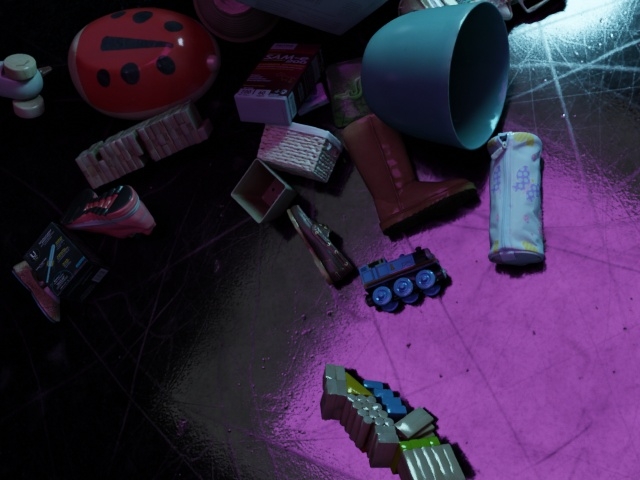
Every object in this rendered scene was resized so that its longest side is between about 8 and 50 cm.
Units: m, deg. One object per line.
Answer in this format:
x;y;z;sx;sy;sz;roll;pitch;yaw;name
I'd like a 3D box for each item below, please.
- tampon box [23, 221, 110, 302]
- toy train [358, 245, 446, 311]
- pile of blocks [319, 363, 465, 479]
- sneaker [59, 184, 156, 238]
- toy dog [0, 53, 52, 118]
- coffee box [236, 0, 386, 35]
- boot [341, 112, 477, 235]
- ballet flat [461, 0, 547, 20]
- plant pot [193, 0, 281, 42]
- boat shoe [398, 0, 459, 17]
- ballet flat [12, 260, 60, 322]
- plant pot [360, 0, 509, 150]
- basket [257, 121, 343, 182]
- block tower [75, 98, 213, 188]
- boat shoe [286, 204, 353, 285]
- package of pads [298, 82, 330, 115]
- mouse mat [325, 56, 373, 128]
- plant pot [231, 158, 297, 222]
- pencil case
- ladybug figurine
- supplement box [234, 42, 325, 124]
-0.637;0.057;1.825;0.161;0.101;0.120;41;91;24;tampon box
0.174;0.079;1.550;0.184;0.080;0.105;-23;64;13;toy train
0.133;0.397;1.483;0.362;0.148;0.113;42;135;32;pile of blocks
-0.533;-0.048;1.812;0.313;0.136;0.116;-1;52;42;sneaker
-0.890;-0.477;2.013;0.333;0.161;0.220;33;130;-4;toy dog
0.007;-0.716;1.605;0.338;0.337;0.335;-24;66;49;coffee box
0.189;-0.174;1.603;0.236;0.089;0.270;-22;69;12;boot
0.436;-0.537;1.614;0.240;0.091;0.077;-18;93;18;ballet flat
-0.204;-0.610;1.783;0.237;0.110;0.238;0;101;2;plant pot
0.227;-0.540;1.667;0.103;0.113;0.302;-40;68;0;boat shoe
-0.712;0.120;1.857;0.067;0.073;0.206;-42;70;-10;ballet flat
0.228;-0.346;1.516;0.235;0.293;0.293;12;80;35;plant pot
-0.050;-0.208;1.683;0.167;0.113;0.103;18;87;23;basket
-0.440;-0.244;1.820;0.335;0.091;0.097;-20;115;12;block tower
0.000;0.000;1.636;0.073;0.073;0.207;-34;75;7;boat shoe
-0.024;-0.341;1.748;0.083;0.032;0.050;-24;71;12;package of pads
0.107;-0.352;1.689;0.189;0.007;0.153;-9;92;20;mouse mat
-0.119;-0.109;1.682;0.109;0.096;0.109;45;107;24;plant pot
0.399;-0.084;1.486;0.113;0.124;0.273;-2;77;19;pencil case
-0.468;-0.470;1.867;0.449;0.162;0.305;2;77;20;ladybug figurine
-0.091;-0.371;1.697;0.130;0.073;0.239;7;46;20;supplement box
